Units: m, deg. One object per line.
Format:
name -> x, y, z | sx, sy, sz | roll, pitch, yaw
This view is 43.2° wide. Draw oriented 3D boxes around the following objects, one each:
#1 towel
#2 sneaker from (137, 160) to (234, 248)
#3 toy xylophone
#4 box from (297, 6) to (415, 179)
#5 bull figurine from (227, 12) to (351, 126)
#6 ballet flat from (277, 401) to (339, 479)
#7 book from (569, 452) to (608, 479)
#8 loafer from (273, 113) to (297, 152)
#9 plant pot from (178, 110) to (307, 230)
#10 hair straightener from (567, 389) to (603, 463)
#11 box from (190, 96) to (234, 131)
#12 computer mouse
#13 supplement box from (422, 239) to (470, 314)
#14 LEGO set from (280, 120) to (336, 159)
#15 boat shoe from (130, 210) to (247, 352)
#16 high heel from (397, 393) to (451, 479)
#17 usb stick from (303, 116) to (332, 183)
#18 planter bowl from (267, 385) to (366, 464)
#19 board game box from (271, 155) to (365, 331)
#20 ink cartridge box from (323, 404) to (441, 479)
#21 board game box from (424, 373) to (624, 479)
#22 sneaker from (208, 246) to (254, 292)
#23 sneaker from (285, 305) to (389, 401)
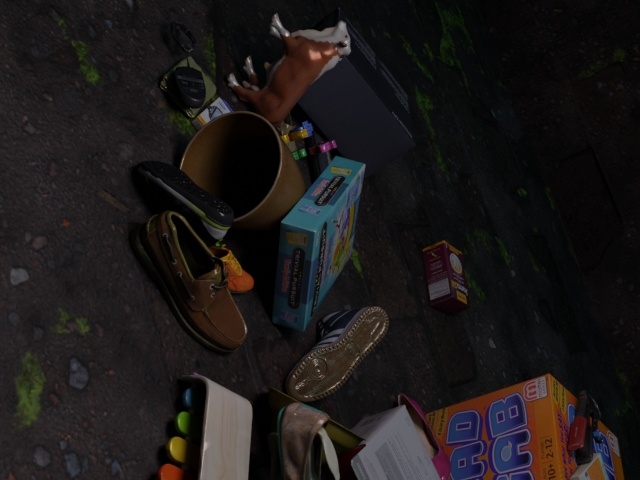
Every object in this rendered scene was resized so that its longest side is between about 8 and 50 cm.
towel -> -0.292, -0.341, 1.789 | 0.110, 0.027, 0.148 | 50, 36, -19
sneaker -> -0.272, -0.065, 1.549 | 0.235, 0.097, 0.084 | 36, 21, 18
toy xylophone -> -0.171, 0.392, 1.391 | 0.236, 0.081, 0.322 | 45, 36, -33
box -> 0.082, -0.397, 2.173 | 0.343, 0.179, 0.312 | 47, 23, -24
bull figurine -> -0.072, -0.420, 1.922 | 0.188, 0.310, 0.101 | 40, 16, -5
ballet flat -> -0.018, 0.445, 1.436 | 0.107, 0.106, 0.316 | -33, 123, -68
book -> 0.591, 0.534, 1.758 | 0.144, 0.035, 0.096 | -12, 81, -56
loafer -> -0.087, -0.266, 2.007 | 0.056, 0.050, 0.148 | -6, 73, -56
plant pot -> -0.128, -0.113, 1.704 | 0.254, 0.237, 0.237 | 32, 42, -60
hair straightener -> 0.608, 0.429, 1.856 | 0.089, 0.047, 0.230 | 54, 29, -14
box -> -0.233, -0.267, 1.822 | 0.081, 0.028, 0.136 | 54, 31, -15
computer mouse -> -0.296, -0.380, 1.760 | 0.071, 0.041, 0.242 | 7, 55, -32
supplement box -> 0.367, 0.109, 2.362 | 0.104, 0.081, 0.188 | 29, 46, -43
LEGO set -> -0.047, -0.233, 1.941 | 0.227, 0.093, 0.087 | -31, 106, -44
boat shoe -> -0.226, 0.083, 1.510 | 0.307, 0.104, 0.110 | 52, 34, -18
high heel -> 0.232, 0.458, 1.868 | 0.117, 0.082, 0.244 | 57, 12, -25
usb stick -> 0.005, -0.195, 2.092 | 0.077, 0.045, 0.278 | 19, 52, -47
planter bowl -> -0.028, 0.371, 1.561 | 0.217, 0.217, 0.090 | 37, 77, -36
board game box -> 0.000, 0.000, 1.779 | 0.336, 0.079, 0.253 | -55, 157, -54
ink cartridge box -> 0.140, 0.545, 1.682 | 0.272, 0.130, 0.309 | -23, 87, -58
board game box -> 0.493, 0.600, 1.937 | 0.356, 0.356, 0.356 | 41, 38, -32
sneaker -> -0.191, 0.054, 1.617 | 0.175, 0.067, 0.064 | 36, 40, -39
sneaker -> 0.012, 0.245, 1.763 | 0.282, 0.153, 0.099 | -39, 105, -27
